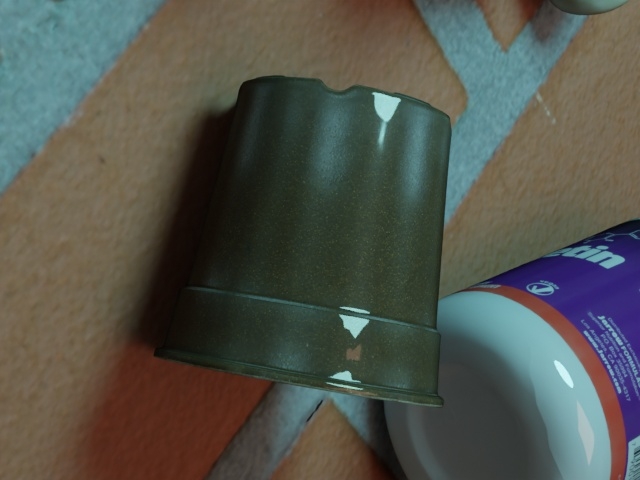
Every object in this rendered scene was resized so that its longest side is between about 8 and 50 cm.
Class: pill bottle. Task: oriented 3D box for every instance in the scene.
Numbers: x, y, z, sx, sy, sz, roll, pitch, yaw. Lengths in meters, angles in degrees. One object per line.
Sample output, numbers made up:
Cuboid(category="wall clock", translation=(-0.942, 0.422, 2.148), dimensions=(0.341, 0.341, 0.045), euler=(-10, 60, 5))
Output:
Cuboid(category="pill bottle", translation=(0.210, 0.088, 0.966), dimensions=(0.323, 0.181, 0.182), euler=(-19, 114, -41))

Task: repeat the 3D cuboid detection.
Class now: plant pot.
Cuboid(category="plant pot", translation=(0.000, 0.000, 0.761), dimensions=(0.167, 0.167, 0.165), euler=(13, 84, -46))

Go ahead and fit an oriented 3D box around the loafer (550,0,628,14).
Cuboid(category="loafer", translation=(0.229, -0.288, 0.934), dimensions=(0.092, 0.102, 0.269), euler=(38, 75, -50))
